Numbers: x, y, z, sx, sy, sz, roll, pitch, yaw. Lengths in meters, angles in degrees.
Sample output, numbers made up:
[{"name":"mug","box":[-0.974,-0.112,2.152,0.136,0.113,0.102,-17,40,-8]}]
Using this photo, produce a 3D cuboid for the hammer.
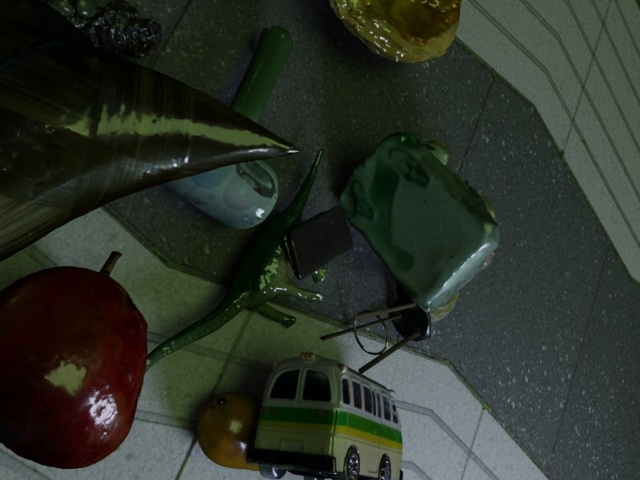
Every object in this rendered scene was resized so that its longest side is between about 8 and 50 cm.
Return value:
[{"name":"hammer","box":[-0.121,-0.195,0.984,0.206,0.118,0.336,38,60,-34]}]

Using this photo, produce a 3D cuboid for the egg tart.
[{"name":"egg tart","box":[0.120,-0.464,1.163,0.341,0.132,0.342,1,88,-41]}]

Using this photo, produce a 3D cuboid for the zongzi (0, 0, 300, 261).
[{"name":"zongzi","box":[-0.291,-0.036,0.677,0.432,0.208,0.403,25,75,2]}]

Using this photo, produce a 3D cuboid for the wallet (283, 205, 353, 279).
[{"name":"wallet","box":[0.000,0.000,1.040,0.156,0.018,0.082,-32,108,-49]}]

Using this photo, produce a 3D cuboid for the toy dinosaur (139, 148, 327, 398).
[{"name":"toy dinosaur","box":[-0.122,0.032,0.987,0.300,0.087,0.447,21,73,-40]}]

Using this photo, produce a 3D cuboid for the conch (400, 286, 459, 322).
[{"name":"conch","box":[0.215,0.092,1.265,0.116,0.106,0.173,-20,118,-19]}]

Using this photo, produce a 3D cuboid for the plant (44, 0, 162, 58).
[{"name":"plant","box":[-0.288,-0.293,0.859,0.174,0.087,0.085,21,47,-43]}]

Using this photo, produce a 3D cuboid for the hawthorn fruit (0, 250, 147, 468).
[{"name":"hawthorn fruit","box":[-0.299,0.118,0.759,0.210,0.230,0.266,18,61,-10]}]

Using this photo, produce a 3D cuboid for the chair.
[{"name":"chair","box":[0.119,0.152,1.172,0.221,0.104,0.095,-9,130,-46]}]

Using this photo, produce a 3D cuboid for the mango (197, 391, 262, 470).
[{"name":"mango","box":[-0.118,0.290,0.993,0.163,0.089,0.111,28,83,-47]}]

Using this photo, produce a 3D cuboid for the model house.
[{"name":"model house","box":[0.238,-0.056,1.186,0.325,0.194,0.267,-9,54,-51]}]

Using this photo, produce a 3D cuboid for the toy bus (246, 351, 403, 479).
[{"name":"toy bus","box":[0.025,0.293,1.028,0.305,0.143,0.179,41,50,-56]}]
